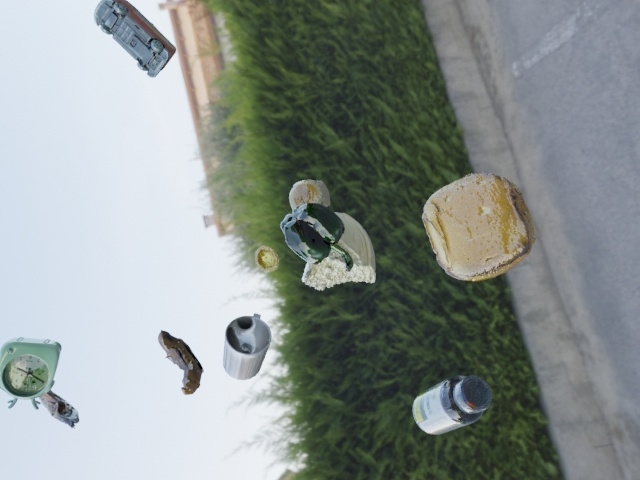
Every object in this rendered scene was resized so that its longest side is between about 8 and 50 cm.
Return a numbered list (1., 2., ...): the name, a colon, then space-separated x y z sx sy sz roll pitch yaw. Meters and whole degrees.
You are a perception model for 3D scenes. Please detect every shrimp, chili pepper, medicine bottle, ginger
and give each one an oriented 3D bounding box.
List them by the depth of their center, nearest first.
1. medicine bottle: 0.398 0.493 1.563 0.293 0.141 0.142 119 145 -58
2. shrimp: -0.847 0.505 1.634 0.062 0.316 0.164 -43 -55 -33
3. chili pepper: 0.000 0.000 1.664 0.261 0.174 0.165 40 164 -19
4. ginger: -0.609 0.532 2.283 0.309 0.133 0.107 53 130 26

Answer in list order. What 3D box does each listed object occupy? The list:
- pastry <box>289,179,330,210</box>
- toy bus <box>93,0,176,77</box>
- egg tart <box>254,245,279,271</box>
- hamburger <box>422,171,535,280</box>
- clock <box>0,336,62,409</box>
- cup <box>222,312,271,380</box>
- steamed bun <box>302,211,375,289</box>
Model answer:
1. pastry: -0.044 -0.167 2.054 0.088 0.165 0.166 15 -116 -74
2. toy bus: -0.606 -0.679 1.707 0.265 0.121 0.120 43 -146 -14
3. egg tart: -0.196 0.066 1.936 0.039 0.105 0.105 -39 -60 -67
4. hamburger: 0.466 -0.039 1.515 0.174 0.284 0.305 -1 -108 -54
5. clock: -0.869 0.397 1.536 0.066 0.159 0.211 -165 85 -75
6. cup: -0.260 0.390 1.919 0.167 0.221 0.202 38 136 20
7. steamed bun: 0.085 0.064 1.927 0.290 0.272 0.274 125 160 -66
